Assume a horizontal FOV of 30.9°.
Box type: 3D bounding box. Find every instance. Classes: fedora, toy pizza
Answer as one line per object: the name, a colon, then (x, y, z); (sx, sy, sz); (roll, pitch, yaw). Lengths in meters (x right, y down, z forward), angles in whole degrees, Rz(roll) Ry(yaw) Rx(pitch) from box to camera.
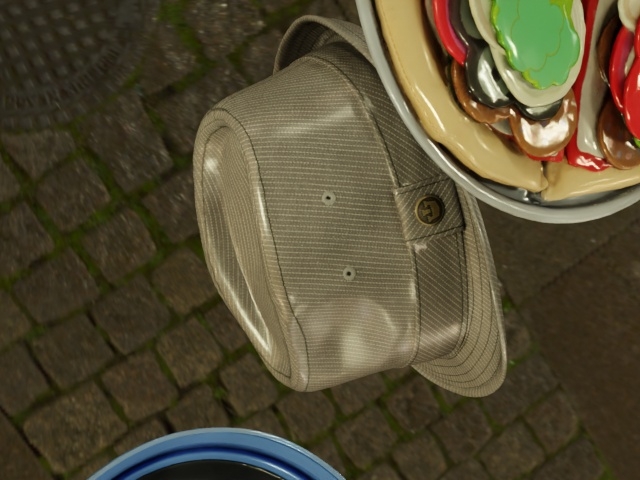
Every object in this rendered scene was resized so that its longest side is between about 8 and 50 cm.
fedora: (0.000, 0.000, 0.751); (0.124, 0.243, 0.275); (-23, 113, -21)
toy pizza: (0.094, -0.105, 0.391); (0.201, 0.032, 0.201); (-5, 99, -36)

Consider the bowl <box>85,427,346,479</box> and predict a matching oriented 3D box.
bowl: (-0.109, 0.387, 1.171); (0.391, 0.077, 0.391); (3, 78, -13)
